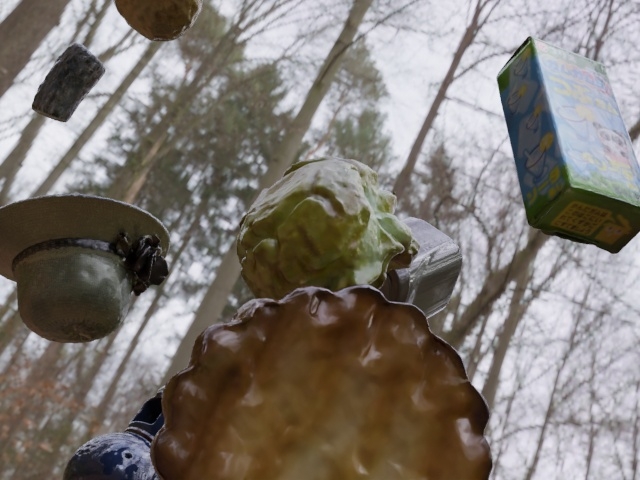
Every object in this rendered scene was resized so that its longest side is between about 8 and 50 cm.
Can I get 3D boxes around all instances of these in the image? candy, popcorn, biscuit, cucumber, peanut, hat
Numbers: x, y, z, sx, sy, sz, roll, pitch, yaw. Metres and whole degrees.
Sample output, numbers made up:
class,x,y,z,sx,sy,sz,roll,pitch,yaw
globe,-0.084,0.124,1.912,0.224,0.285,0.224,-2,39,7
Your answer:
class,x,y,z,sx,sy,sz,roll,pitch,yaw
candy,0.224,-0.089,0.865,0.097,0.194,0.062,15,-42,-21
popcorn,0.000,0.000,1.133,0.204,0.221,0.184,-36,-88,33
biscuit,0.003,0.200,0.889,0.325,0.326,0.107,33,-21,-7
cucumber,-0.350,-0.215,1.328,0.064,0.112,0.064,34,-8,5
peanut,-0.249,-0.378,1.472,0.140,0.109,0.159,44,-38,-15
hat,-0.315,0.060,1.225,0.257,0.130,0.257,-5,-27,-3

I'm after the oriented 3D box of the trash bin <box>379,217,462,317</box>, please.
class,x,y,z,sx,sy,sz,roll,pitch,yaw
trash bin,0.127,0.077,1.852,0.220,0.250,0.219,38,-54,31

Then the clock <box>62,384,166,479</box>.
class,x,y,z,sx,sy,sz,roll,pitch,yaw
clock,-0.259,0.320,1.384,0.199,0.243,0.146,-7,-63,46
